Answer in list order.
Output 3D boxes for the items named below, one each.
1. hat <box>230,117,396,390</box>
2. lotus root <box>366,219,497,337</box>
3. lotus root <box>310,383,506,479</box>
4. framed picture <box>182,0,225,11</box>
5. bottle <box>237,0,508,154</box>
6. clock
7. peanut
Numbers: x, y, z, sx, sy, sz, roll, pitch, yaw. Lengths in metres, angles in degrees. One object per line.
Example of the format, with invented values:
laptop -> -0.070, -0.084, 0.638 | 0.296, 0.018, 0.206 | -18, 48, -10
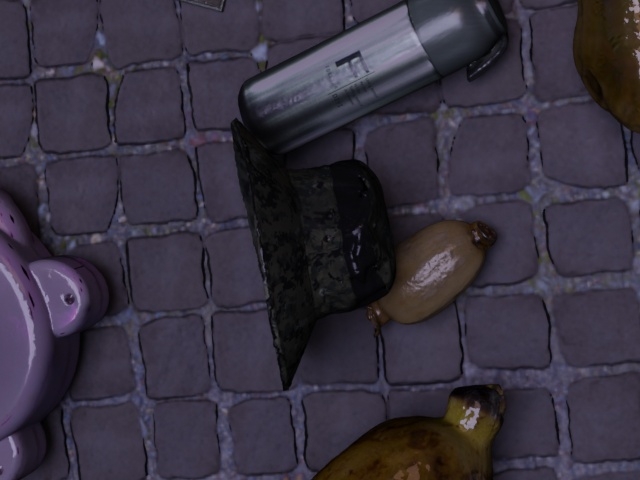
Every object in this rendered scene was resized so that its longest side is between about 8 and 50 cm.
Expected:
hat -> 0.000, 0.000, 1.403 | 0.128, 0.265, 0.265 | -13, 90, 0
lotus root -> 0.095, 0.032, 1.455 | 0.150, 0.062, 0.073 | -39, 81, 16
lotus root -> 0.058, 0.249, 1.426 | 0.314, 0.169, 0.141 | -45, 81, 13
framed picture -> -0.127, -0.263, 1.534 | 0.089, 0.006, 0.066 | 16, 98, 16
bottle -> 0.050, -0.154, 1.450 | 0.253, 0.079, 0.096 | -26, 111, 18
clock -> -0.388, 0.076, 1.588 | 0.322, 0.113, 0.295 | 26, 101, 13
peanut -> 0.263, -0.200, 1.363 | 0.110, 0.120, 0.236 | -17, 80, -5
